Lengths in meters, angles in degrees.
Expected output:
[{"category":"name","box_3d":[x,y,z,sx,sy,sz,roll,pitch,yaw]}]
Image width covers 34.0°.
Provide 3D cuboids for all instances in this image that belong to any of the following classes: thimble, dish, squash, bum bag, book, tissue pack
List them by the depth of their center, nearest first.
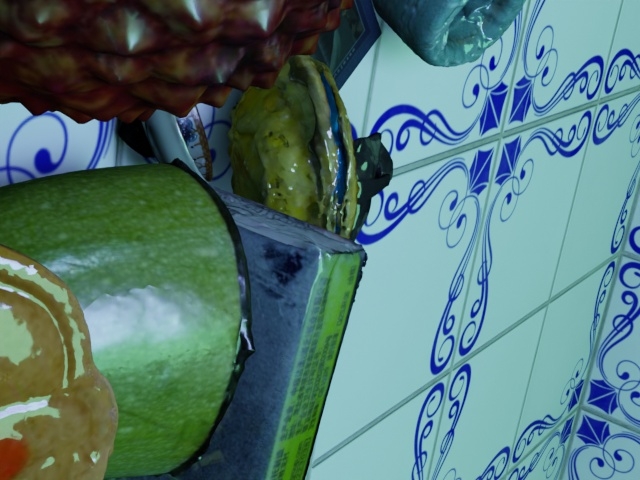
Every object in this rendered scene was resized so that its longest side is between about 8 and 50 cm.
[{"category":"squash","box_3d":[-0.270,0.065,0.905,0.309,0.310,0.310,5,105,-41]},{"category":"dish","box_3d":[-0.173,-0.115,1.098,0.141,0.078,0.141,-18,90,-85]},{"category":"tissue pack","box_3d":[-0.136,0.147,1.111,0.124,0.288,0.394,-10,117,-60]},{"category":"book","box_3d":[-0.009,-0.286,1.301,0.191,0.025,0.269,-56,148,-20]},{"category":"thimble","box_3d":[0.173,-0.337,1.399,0.198,0.143,0.235,-37,159,-9]},{"category":"bum bag","box_3d":[0.000,0.000,1.436,0.340,0.095,0.144,-61,157,-2]}]

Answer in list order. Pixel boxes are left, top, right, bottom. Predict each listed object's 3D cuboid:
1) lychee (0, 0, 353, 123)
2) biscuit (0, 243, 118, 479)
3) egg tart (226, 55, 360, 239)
[{"category":"lychee","box_3d":[-0.163,-0.297,0.668,0.500,0.425,0.424,40,73,-43]},{"category":"biscuit","box_3d":[-0.301,0.189,0.711,0.350,0.078,0.455,-21,120,-31]},{"category":"egg tart","box_3d":[-0.048,-0.080,1.189,0.107,0.291,0.290,-8,121,-20]}]
